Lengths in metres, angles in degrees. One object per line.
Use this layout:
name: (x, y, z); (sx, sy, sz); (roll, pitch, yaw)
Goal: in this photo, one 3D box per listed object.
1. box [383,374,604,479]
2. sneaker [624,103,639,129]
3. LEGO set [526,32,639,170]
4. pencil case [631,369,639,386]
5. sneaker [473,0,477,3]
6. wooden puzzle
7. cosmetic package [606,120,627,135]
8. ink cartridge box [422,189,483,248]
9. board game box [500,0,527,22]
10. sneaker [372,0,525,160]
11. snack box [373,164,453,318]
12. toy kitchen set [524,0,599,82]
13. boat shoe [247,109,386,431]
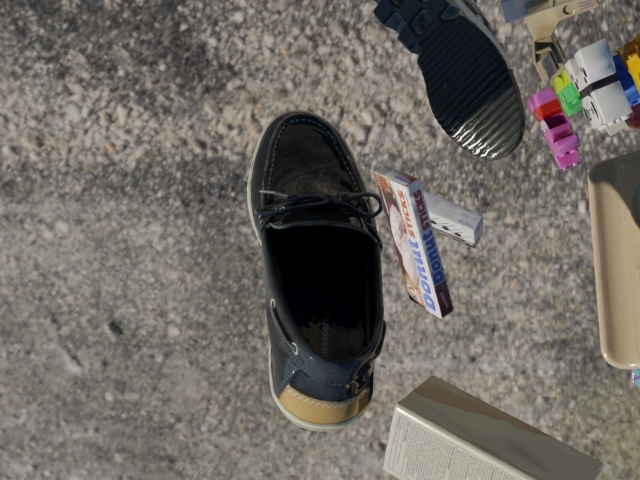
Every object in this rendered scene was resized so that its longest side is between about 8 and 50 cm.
box: (0.266, 0.358, 1.384); (0.311, 0.121, 0.148); (26, 122, 29)
sneaker: (0.594, -0.253, 1.334); (0.135, 0.276, 0.097); (38, 166, 36)
LEGO set: (0.232, -0.098, 0.673); (0.087, 0.227, 0.093); (-23, 88, 6)
pencil case: (0.590, 0.208, 1.618); (0.070, 0.064, 0.151); (-30, 117, 3)
sneaker: (0.252, -0.430, 1.518); (0.059, 0.144, 0.053); (4, 143, 43)
wooden puzzle: (0.544, 0.004, 1.199); (0.081, 0.322, 0.348); (11, 162, -37)
cosmetic package: (0.553, -0.243, 1.563); (0.115, 0.060, 0.041); (-34, 115, 20)
ink cartridge box: (0.243, -0.057, 1.868); (0.207, 0.046, 0.097); (24, 164, 20)
board game box: (0.359, -0.334, 1.141); (0.212, 0.160, 0.039); (-14, 98, 0)
sneaker: (0.196, -0.250, 1.172); (0.122, 0.146, 0.330); (-39, 66, 34)
snack box: (0.106, 0.003, 0.984); (0.064, 0.022, 0.178); (31, 146, 53)
toy kitchen set: (0.260, -0.210, 0.911); (0.075, 0.068, 0.083); (-15, 133, 28)
boat shoe: (0.000, 0.000, 1.172); (0.187, 0.500, 0.156); (3, 143, -10)
